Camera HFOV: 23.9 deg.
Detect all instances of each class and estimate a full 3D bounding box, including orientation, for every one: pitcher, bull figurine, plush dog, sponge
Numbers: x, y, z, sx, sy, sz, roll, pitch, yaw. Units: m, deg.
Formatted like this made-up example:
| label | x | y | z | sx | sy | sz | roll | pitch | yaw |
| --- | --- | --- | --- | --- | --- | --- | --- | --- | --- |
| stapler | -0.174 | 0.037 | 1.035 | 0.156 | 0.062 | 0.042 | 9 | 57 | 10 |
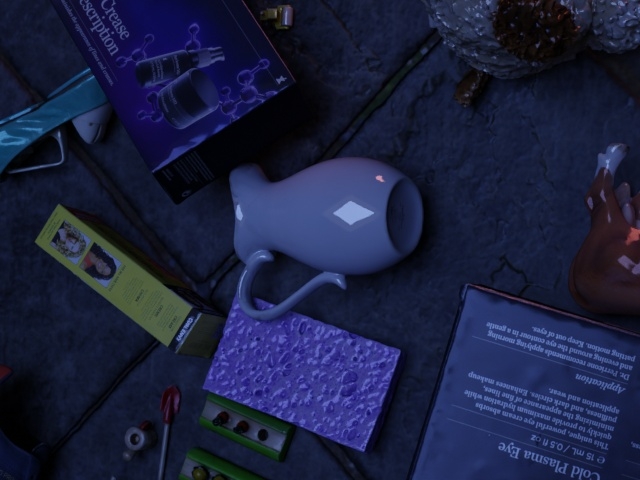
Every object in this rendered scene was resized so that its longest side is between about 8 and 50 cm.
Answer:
| label | x | y | z | sx | sy | sz | roll | pitch | yaw |
| --- | --- | --- | --- | --- | --- | --- | --- | --- | --- |
| pitcher | 0.000 | 0.000 | 1.618 | 0.207 | 0.125 | 0.178 | 0 | 84 | 33 |
| bull figurine | 0.392 | 0.011 | 1.454 | 0.310 | 0.101 | 0.188 | 5 | 82 | 22 |
| plush dog | 0.169 | -0.242 | 1.511 | 0.262 | 0.225 | 0.210 | 44 | 102 | 22 |
| sponge | -0.020 | 0.142 | 1.649 | 0.210 | 0.031 | 0.117 | 19 | 84 | 24 |

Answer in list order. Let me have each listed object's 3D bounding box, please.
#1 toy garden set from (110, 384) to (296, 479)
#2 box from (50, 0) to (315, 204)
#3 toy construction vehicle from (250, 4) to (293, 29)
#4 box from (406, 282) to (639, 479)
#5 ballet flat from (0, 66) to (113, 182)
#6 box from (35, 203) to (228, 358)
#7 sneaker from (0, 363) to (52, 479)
| label | x | y | z | sx | sy | sz | roll | pitch | yaw |
| --- | --- | --- | --- | --- | --- | --- | --- | --- | --- |
| toy garden set | -0.163 | 0.284 | 1.695 | 0.203 | 0.049 | 0.244 | 21 | 93 | 24 |
| box | -0.153 | -0.202 | 1.658 | 0.184 | 0.103 | 0.261 | -32 | 67 | -2 |
| toy construction vehicle | -0.078 | -0.277 | 1.730 | 0.098 | 0.035 | 0.086 | 6 | 87 | 24 |
| box | 0.255 | 0.235 | 1.402 | 0.343 | 0.179 | 0.313 | 17 | 90 | 9 |
| ballet flat | -0.307 | -0.141 | 1.802 | 0.247 | 0.083 | 0.087 | -27 | 98 | 19 |
| box | -0.214 | 0.047 | 1.726 | 0.232 | 0.087 | 0.058 | 35 | 96 | 24 |
| sneaker | -0.372 | 0.307 | 1.754 | 0.131 | 0.148 | 0.350 | 5 | 109 | 57 |
